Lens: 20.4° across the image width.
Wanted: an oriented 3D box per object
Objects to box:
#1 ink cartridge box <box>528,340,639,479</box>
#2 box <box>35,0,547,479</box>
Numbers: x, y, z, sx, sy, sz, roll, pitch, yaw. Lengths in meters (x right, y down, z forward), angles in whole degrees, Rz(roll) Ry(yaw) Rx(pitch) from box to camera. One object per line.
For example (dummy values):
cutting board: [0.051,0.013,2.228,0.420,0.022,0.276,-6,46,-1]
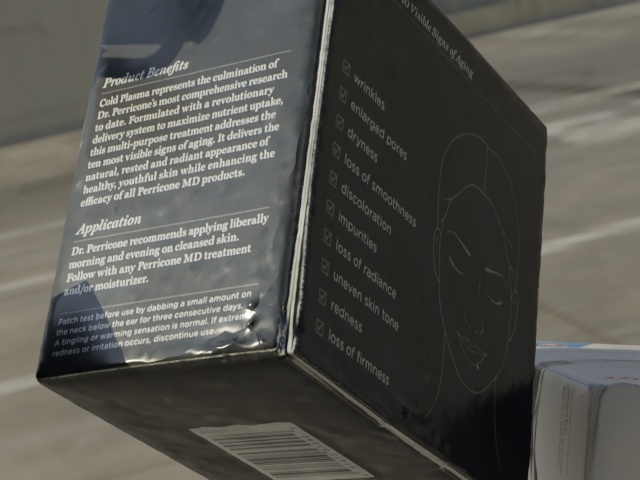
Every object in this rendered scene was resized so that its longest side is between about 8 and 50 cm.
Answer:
ink cartridge box: [0.375,0.222,2.059,0.285,0.166,0.395,3,3,-11]
box: [0.000,0.000,1.813,0.297,0.472,0.480,-8,-29,31]
